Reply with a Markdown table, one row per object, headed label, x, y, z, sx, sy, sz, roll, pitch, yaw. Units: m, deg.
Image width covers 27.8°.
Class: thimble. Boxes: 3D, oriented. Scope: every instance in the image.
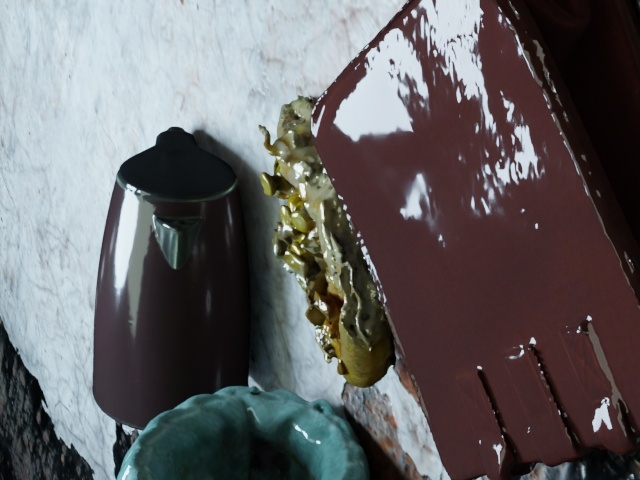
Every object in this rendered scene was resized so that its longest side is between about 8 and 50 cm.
| label | x | y | z | sx | sy | sz | roll | pitch | yaw |
| --- | --- | --- | --- | --- | --- | --- | --- | --- | --- |
| thimble | -0.063 | 0.227 | 1.027 | 0.198 | 0.235 | 0.143 | 18 | 123 | 22 |

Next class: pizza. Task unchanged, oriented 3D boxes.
| label | x | y | z | sx | sy | sz | roll | pitch | yaw |
| --- | --- | --- | --- | --- | --- | --- | --- | --- | --- |
| pizza | 0.000 | 0.000 | 0.925 | 0.147 | 0.069 | 0.226 | 131 | 122 | -87 |

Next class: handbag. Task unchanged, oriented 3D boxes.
| label | x | y | z | sx | sy | sz | roll | pitch | yaw |
| --- | --- | --- | --- | --- | --- | --- | --- | --- | --- |
| handbag | 0.108 | -0.004 | 0.743 | 0.260 | 0.084 | 0.276 | -41 | 69 | 60 |

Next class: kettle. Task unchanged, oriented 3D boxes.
| label | x | y | z | sx | sy | sz | roll | pitch | yaw |
| --- | --- | --- | --- | --- | --- | --- | --- | --- | --- |
| kettle | -0.127 | 0.025 | 1.166 | 0.202 | 0.144 | 0.232 | -92 | 7 | -64 |
